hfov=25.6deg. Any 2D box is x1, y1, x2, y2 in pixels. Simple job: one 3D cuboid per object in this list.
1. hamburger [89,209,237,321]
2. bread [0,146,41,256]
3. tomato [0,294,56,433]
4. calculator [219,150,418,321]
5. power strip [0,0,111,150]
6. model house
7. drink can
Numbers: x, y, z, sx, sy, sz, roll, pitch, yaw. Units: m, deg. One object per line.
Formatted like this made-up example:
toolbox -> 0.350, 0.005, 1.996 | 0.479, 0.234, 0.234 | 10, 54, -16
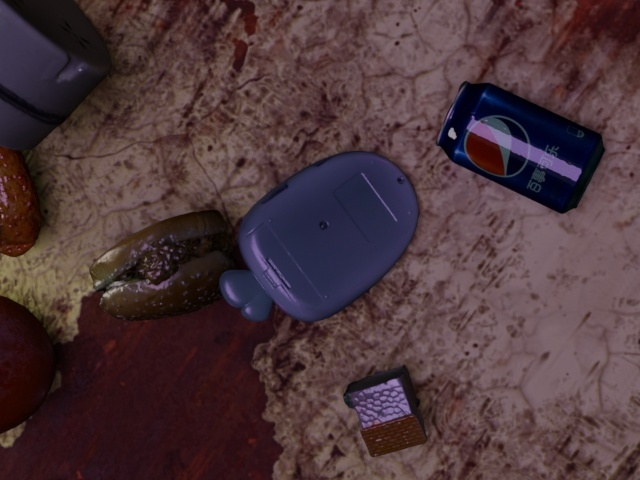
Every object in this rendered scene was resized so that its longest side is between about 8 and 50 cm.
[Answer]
hamburger -> -0.209, 0.043, 1.889 | 0.189, 0.215, 0.122 | -22, 85, 13
bread -> -0.459, -0.108, 1.977 | 0.139, 0.095, 0.268 | -24, 82, 55
tomato -> -0.479, 0.175, 1.965 | 0.208, 0.184, 0.208 | 1, 96, 12
calculator -> 0.000, 0.000, 1.875 | 0.299, 0.041, 0.185 | -36, 93, -15
power strip -> -0.450, -0.293, 1.848 | 0.161, 0.357, 0.357 | -43, 87, 11
model house -> 0.091, 0.232, 1.908 | 0.088, 0.101, 0.100 | -20, 94, 11
drink can -> 0.259, -0.124, 1.835 | 0.205, 0.118, 0.118 | 26, 99, 9
